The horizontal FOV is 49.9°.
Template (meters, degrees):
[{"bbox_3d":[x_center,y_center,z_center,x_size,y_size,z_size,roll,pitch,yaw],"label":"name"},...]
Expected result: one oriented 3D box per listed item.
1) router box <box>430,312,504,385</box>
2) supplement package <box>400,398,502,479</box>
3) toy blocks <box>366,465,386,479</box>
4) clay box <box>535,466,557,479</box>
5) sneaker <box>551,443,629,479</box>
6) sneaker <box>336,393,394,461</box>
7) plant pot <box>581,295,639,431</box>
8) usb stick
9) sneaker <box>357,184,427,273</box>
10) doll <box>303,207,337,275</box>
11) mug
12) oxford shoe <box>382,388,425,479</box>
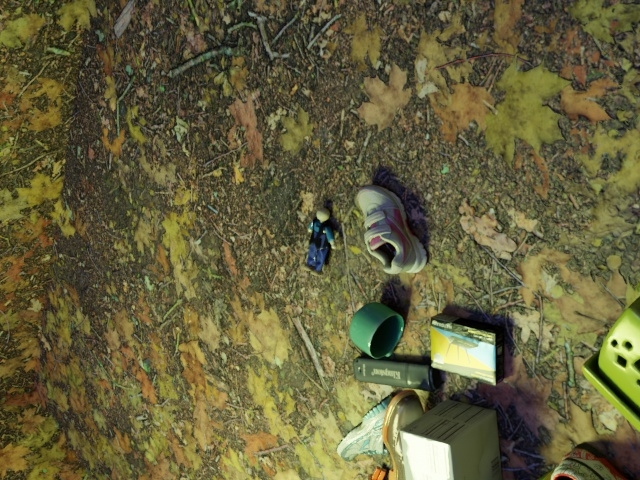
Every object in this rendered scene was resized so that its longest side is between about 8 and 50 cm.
[{"bbox_3d":[0.348,0.256,1.638,0.179,0.046,0.133,9,109,44],"label":"router box"},{"bbox_3d":[0.318,0.548,1.644,0.145,0.204,0.261,3,105,44],"label":"supplement package"},{"bbox_3d":[0.185,0.686,1.931,0.123,0.054,0.148,41,122,36],"label":"toy blocks"},{"bbox_3d":[0.470,0.592,1.559,0.053,0.127,0.222,51,132,21],"label":"clay box"},{"bbox_3d":[0.601,0.539,1.396,0.270,0.145,0.090,36,126,32],"label":"sneaker"},{"bbox_3d":[0.144,0.551,1.894,0.122,0.110,0.283,48,132,19],"label":"sneaker"},{"bbox_3d":[0.623,0.219,1.225,0.228,0.227,0.207,48,137,24],"label":"plant pot"},{"bbox_3d":[0.196,0.351,1.822,0.278,0.045,0.077,-3,101,46],"label":"usb stick"},{"bbox_3d":[0.159,-0.026,1.694,0.103,0.111,0.252,-45,70,43],"label":"sneaker"},{"bbox_3d":[0.000,0.000,1.911,0.129,0.046,0.188,29,116,47],"label":"doll"},{"bbox_3d":[0.136,0.237,1.787,0.097,0.129,0.157,32,124,38],"label":"mug"},{"bbox_3d":[0.247,0.549,1.755,0.133,0.130,0.363,32,136,58],"label":"oxford shoe"}]
